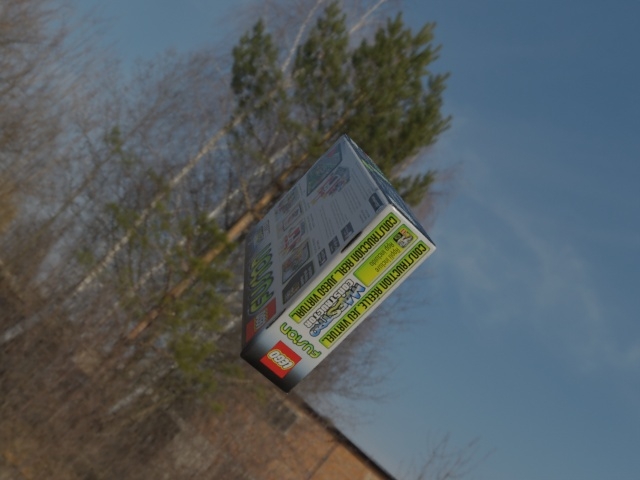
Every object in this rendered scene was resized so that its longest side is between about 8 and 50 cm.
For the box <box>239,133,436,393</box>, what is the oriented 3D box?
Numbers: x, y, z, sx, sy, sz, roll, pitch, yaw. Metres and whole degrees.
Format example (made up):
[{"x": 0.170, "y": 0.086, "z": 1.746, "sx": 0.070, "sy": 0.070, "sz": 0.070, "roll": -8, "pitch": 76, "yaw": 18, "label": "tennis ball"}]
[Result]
[{"x": 0.000, "y": 0.000, "z": 0.472, "sx": 0.036, "sy": 0.114, "sz": 0.207, "roll": 42, "pitch": 11, "yaw": -16, "label": "box"}]
